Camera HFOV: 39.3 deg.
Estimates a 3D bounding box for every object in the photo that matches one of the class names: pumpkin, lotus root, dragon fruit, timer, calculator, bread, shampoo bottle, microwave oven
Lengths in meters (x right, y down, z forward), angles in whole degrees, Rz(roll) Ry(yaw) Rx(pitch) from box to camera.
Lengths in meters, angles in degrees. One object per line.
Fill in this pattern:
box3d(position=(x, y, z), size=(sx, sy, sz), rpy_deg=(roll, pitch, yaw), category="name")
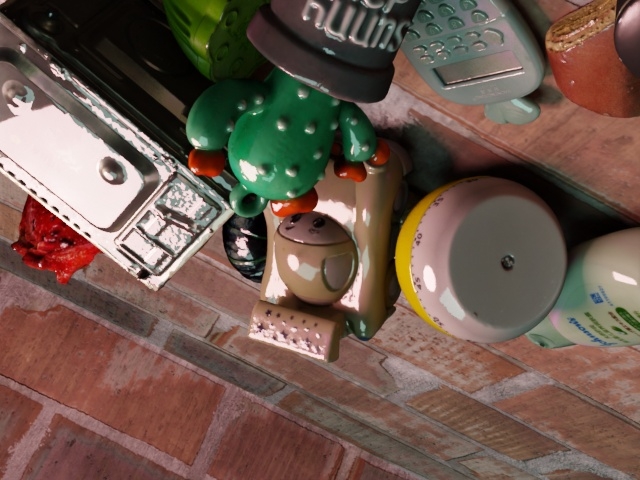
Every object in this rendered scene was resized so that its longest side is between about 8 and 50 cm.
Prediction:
box3d(position=(-0.092, -0.011, 1.711), size=(0.140, 0.202, 0.202), rpy_deg=(25, 162, 46), category="pumpkin")
box3d(position=(-0.148, -0.328, 1.212), size=(0.186, 0.186, 0.186), rpy_deg=(20, 155, 10), category="lotus root")
box3d(position=(-0.488, -0.043, 1.874), size=(0.286, 0.329, 0.228), rpy_deg=(-3, 149, 44), category="dragon fruit")
box3d(position=(0.233, 0.027, 1.447), size=(0.285, 0.285, 0.285), rpy_deg=(20, 155, 10), category="timer")
box3d(position=(0.190, -0.256, 1.162), size=(0.184, 0.042, 0.295), rpy_deg=(-4, 140, 46), category="calculator")
box3d(position=(0.328, -0.217, 1.079), size=(0.119, 0.067, 0.192), rpy_deg=(8, 150, 32), category="bread")
box3d(position=(0.459, 0.092, 1.470), size=(0.222, 0.151, 0.349), rpy_deg=(31, 155, -19), category="shampoo bottle")
box3d(position=(-0.274, -0.191, 1.293), size=(0.394, 0.333, 0.247), rpy_deg=(40, 123, -12), category="microwave oven")

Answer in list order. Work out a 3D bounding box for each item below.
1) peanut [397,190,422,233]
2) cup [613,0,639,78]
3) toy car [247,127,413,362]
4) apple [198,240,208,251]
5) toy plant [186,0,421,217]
box3d(position=(0.097, -0.063, 1.574), size=(0.193, 0.089, 0.089), rpy_deg=(12, 152, 24), category="peanut")
box3d(position=(0.391, -0.228, 0.875), size=(0.223, 0.176, 0.169), rpy_deg=(39, 149, -26), category="cup")
box3d(position=(0.000, 0.000, 1.473), size=(0.242, 0.226, 0.335), rpy_deg=(15, 117, 27), category="toy car")
box3d(position=(-0.310, -0.079, 1.706), size=(0.234, 0.256, 0.257), rpy_deg=(38, 152, -22), category="apple")
box3d(position=(-0.017, -0.197, 1.075), size=(0.185, 0.279, 0.400), rpy_deg=(39, 120, 21), category="toy plant")
